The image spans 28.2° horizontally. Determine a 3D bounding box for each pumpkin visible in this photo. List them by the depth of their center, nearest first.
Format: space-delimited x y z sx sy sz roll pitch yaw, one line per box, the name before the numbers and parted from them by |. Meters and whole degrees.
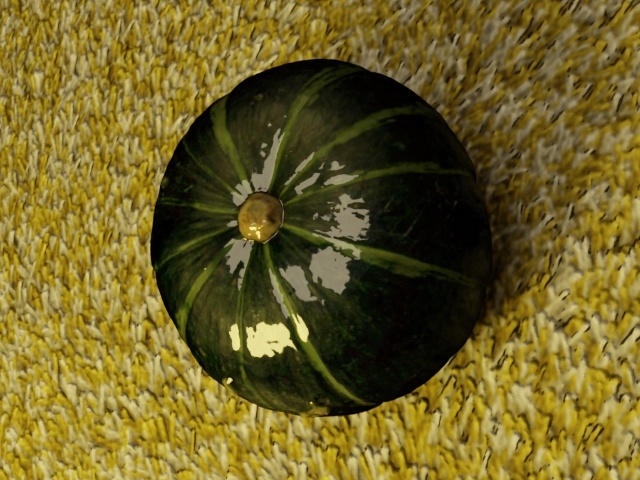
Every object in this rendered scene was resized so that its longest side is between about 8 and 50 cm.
pumpkin | 0.000 0.000 1.144 0.323 0.241 0.323 -9 75 34
